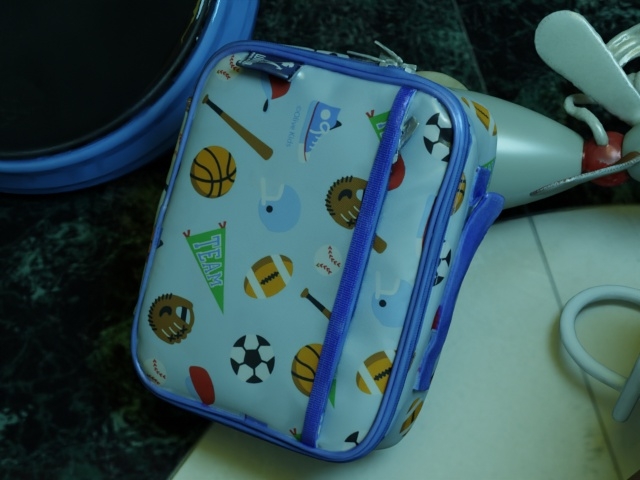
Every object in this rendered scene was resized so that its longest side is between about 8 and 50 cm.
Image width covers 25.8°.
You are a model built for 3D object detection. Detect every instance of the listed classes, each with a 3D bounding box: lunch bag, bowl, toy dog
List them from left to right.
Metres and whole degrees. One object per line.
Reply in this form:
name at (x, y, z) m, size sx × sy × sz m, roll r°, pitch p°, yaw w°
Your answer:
bowl at (-0.247, -0.236, 1.196) m, size 0.391 × 0.077 × 0.391 m, roll -1°, pitch 85°, yaw 10°
lunch bag at (0.000, 0.000, 1.042) m, size 0.243 × 0.115 × 0.303 m, roll 18°, pitch 96°, yaw 25°
toy dog at (0.157, -0.097, 1.116) m, size 0.333 × 0.161 × 0.220 m, roll -22°, pitch 48°, yaw 12°

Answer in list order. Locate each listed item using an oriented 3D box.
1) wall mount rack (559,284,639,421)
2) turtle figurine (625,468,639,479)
wall mount rack at (0.379, 0.061, 1.085) m, size 0.350 × 0.130 × 0.304 m, roll 25°, pitch 47°, yaw 13°
turtle figurine at (0.248, 0.272, 0.973) m, size 0.269 × 0.087 × 0.217 m, roll -25°, pitch 61°, yaw -17°
